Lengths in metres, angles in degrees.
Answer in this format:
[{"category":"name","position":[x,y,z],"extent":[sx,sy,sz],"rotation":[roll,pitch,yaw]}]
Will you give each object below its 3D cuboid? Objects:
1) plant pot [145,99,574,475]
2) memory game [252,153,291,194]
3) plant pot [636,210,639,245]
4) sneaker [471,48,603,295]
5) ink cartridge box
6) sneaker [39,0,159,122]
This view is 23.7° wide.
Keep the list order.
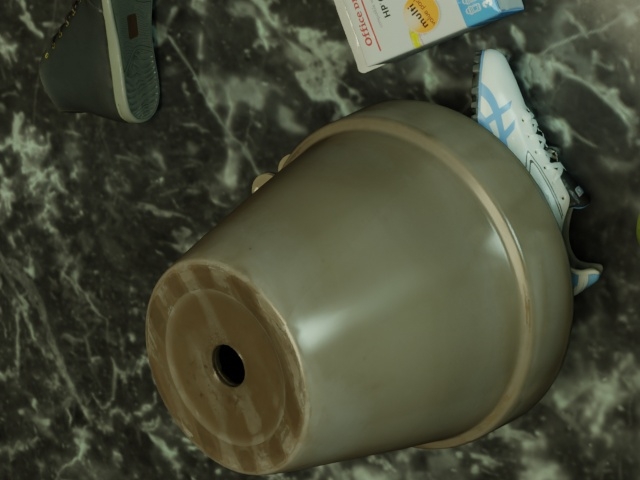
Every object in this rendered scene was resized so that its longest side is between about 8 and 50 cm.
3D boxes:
[{"category":"plant pot","position":[0.012,0.062,1.328],"extent":[0.323,0.280,0.323],"rotation":[17,117,38]},{"category":"memory game","position":[0.000,0.000,1.531],"extent":[0.186,0.012,0.186],"rotation":[7,105,28]},{"category":"plant pot","position":[0.401,0.033,1.194],"extent":[0.293,0.275,0.274],"rotation":[40,118,32]},{"category":"sneaker","position":[0.191,-0.062,1.375],"extent":[0.086,0.085,0.237],"rotation":[-16,94,15]},{"category":"ink cartridge box","position":[0.081,-0.227,1.404],"extent":[0.181,0.061,0.104],"rotation":[-20,91,31]},{"category":"sneaker","position":[-0.239,-0.231,1.568],"extent":[0.118,0.083,0.222],"rotation":[5,105,28]}]
